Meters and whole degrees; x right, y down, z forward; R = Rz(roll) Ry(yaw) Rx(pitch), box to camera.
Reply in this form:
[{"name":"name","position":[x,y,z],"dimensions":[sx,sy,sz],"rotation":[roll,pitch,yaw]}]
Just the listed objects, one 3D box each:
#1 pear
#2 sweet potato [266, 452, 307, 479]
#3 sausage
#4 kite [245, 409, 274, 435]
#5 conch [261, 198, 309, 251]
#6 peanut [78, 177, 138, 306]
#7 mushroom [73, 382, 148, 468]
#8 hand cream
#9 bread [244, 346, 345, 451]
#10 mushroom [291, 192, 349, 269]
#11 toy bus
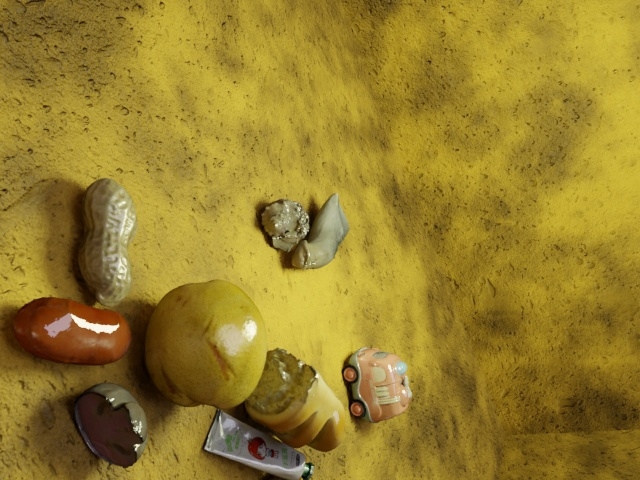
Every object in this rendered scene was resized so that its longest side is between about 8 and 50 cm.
[{"name":"pear","position":[-0.280,0.254,1.401],"dimensions":[0.314,0.314,0.314],"rotation":[32,51,-51]},{"name":"sweet potato","position":[-0.119,0.729,1.663],"dimensions":[0.341,0.092,0.114],"rotation":[-54,148,-53]},{"name":"sausage","position":[-0.512,0.195,1.188],"dimensions":[0.258,0.133,0.133],"rotation":[32,51,-55]},{"name":"kite","position":[-0.182,0.549,1.712],"dimensions":[0.157,0.011,0.139],"rotation":[51,41,-34]},{"name":"conch","position":[-0.116,-0.061,1.993],"dimensions":[0.245,0.162,0.178],"rotation":[-54,161,-71]},{"name":"peanut","position":[-0.488,0.004,1.316],"dimensions":[0.136,0.120,0.299],"rotation":[16,66,-51]},{"name":"mushroom","position":[-0.440,0.382,1.224],"dimensions":[0.117,0.141,0.188],"rotation":[-86,155,-70]},{"name":"hand cream","position":[-0.166,0.589,1.592],"dimensions":[0.336,0.076,0.121],"rotation":[32,37,-20]},{"name":"bread","position":[-0.080,0.480,1.638],"dimensions":[0.211,0.315,0.270],"rotation":[-43,121,-18]},{"name":"mushroom","position":[0.000,0.000,2.126],"dimensions":[0.397,0.126,0.177],"rotation":[-64,145,-49]},{"name":"toy bus","position":[0.233,0.555,2.198],"dimensions":[0.194,0.232,0.288],"rotation":[-1,80,-57]}]
